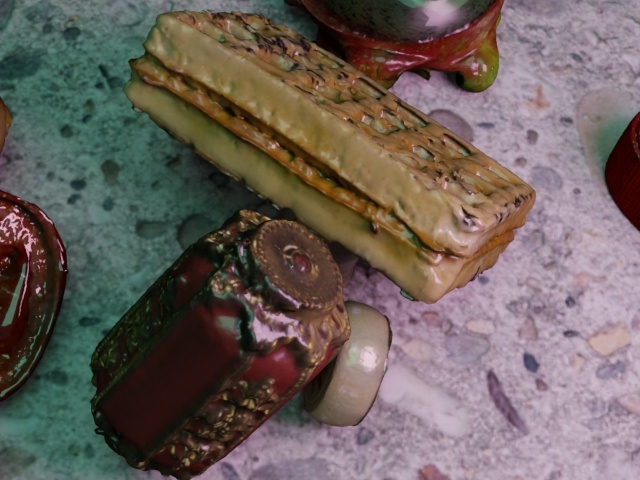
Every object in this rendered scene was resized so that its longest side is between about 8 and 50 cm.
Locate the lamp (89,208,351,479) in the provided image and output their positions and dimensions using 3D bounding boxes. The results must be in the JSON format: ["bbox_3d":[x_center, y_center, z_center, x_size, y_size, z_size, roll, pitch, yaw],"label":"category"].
[{"bbox_3d":[-0.093,0.097,1.043,0.177,0.274,0.177,27,36,-22],"label":"lamp"}]

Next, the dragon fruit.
[{"bbox_3d":[0.095,-0.291,1.319,0.295,0.130,0.268,39,63,13],"label":"dragon fruit"}]

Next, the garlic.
[{"bbox_3d":[0.005,-0.001,1.201,0.094,0.074,0.113,-14,90,-27],"label":"garlic"}]

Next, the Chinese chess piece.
[{"bbox_3d":[0.024,0.118,1.122,0.051,0.122,0.122,18,64,-14],"label":"Chinese chess piece"}]

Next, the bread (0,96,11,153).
[{"bbox_3d":[-0.444,-0.117,1.163,0.246,0.176,0.195,-29,62,-3],"label":"bread"}]

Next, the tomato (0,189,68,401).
[{"bbox_3d":[-0.361,0.046,1.118,0.228,0.101,0.228,0,91,-28],"label":"tomato"}]

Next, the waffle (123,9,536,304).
[{"bbox_3d":[0.013,-0.091,1.145,0.376,0.261,0.114,35,111,12],"label":"waffle"}]

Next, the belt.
[{"bbox_3d":[0.407,-0.062,1.238,0.201,0.124,0.128,41,70,14],"label":"belt"}]
